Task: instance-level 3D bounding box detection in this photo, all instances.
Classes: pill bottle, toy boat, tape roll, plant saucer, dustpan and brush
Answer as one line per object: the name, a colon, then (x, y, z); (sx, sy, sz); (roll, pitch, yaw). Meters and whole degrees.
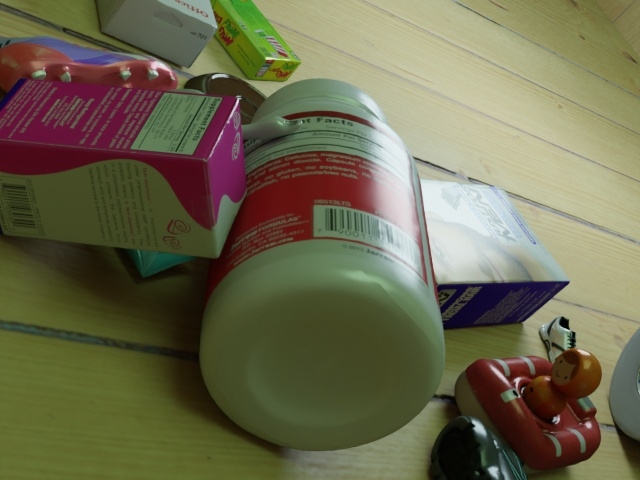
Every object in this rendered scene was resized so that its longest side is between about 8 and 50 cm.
pill bottle: (0.000, 0.000, 1.131); (0.229, 0.229, 0.407); (30, 31, -21)
toy boat: (0.273, 0.186, 1.293); (0.231, 0.151, 0.151); (3, 47, -49)
tape roll: (0.509, 0.193, 1.502); (0.072, 0.219, 0.219); (30, 31, -19)
plant saucer: (-0.105, -0.170, 1.442); (0.168, 0.029, 0.168); (31, 30, -20)
dustpan and brush: (-0.123, -0.113, 1.107); (0.060, 0.211, 0.147); (62, 26, -31)

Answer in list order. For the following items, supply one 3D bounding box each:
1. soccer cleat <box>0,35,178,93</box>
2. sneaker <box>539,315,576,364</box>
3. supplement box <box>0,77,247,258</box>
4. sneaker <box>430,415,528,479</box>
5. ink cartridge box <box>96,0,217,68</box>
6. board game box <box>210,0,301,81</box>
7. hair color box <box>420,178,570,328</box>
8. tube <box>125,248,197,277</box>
soccer cleat: (-0.267, -0.196, 1.231); (0.248, 0.083, 0.095); (-8, 51, -52)
sneaker: (0.351, 0.153, 1.546); (0.040, 0.044, 0.109); (22, 36, -35)
supplement box: (-0.188, -0.068, 0.990); (0.220, 0.111, 0.114); (7, 39, 10)
sneaker: (0.189, 0.294, 1.099); (0.106, 0.101, 0.267); (31, 31, -23)
ink cartridge box: (-0.230, -0.340, 1.463); (0.140, 0.082, 0.190); (20, 37, -34)
board game box: (-0.117, -0.318, 1.611); (0.181, 0.043, 0.092); (53, 30, 18)
hair color box: (0.176, 0.017, 1.453); (0.339, 0.110, 0.185); (0, 51, -49)
tube: (-0.214, -0.052, 1.134); (0.080, 0.052, 0.207); (-22, 72, -46)
